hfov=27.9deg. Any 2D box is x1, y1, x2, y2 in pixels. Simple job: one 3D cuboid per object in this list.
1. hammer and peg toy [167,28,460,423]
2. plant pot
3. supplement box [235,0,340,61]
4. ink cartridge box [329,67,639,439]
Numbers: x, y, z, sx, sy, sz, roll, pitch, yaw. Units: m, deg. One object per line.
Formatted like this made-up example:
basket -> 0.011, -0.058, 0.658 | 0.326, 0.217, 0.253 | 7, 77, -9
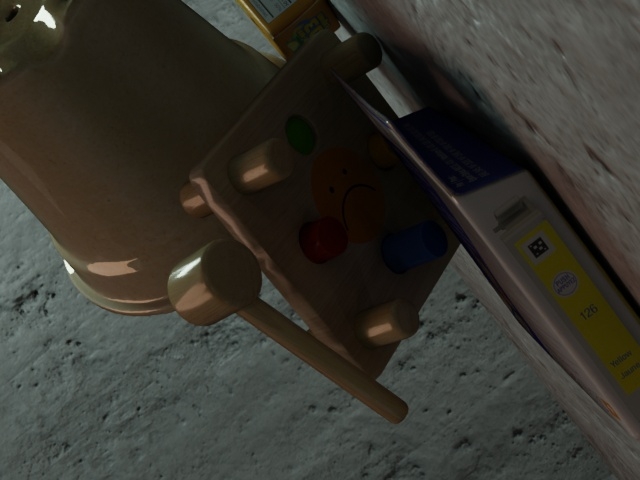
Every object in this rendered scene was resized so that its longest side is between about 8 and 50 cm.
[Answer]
hammer and peg toy -> 0.000, 0.000, 1.164 | 0.266, 0.127, 0.361 | 51, -134, -17
plant pot -> -0.219, -0.141, 1.283 | 0.305, 0.334, 0.334 | 45, -174, -45
supplement box -> -0.077, -0.304, 1.426 | 0.233, 0.080, 0.078 | 54, -176, 24
ink cartridge box -> 0.141, -0.018, 1.035 | 0.307, 0.072, 0.303 | 53, -177, -16
